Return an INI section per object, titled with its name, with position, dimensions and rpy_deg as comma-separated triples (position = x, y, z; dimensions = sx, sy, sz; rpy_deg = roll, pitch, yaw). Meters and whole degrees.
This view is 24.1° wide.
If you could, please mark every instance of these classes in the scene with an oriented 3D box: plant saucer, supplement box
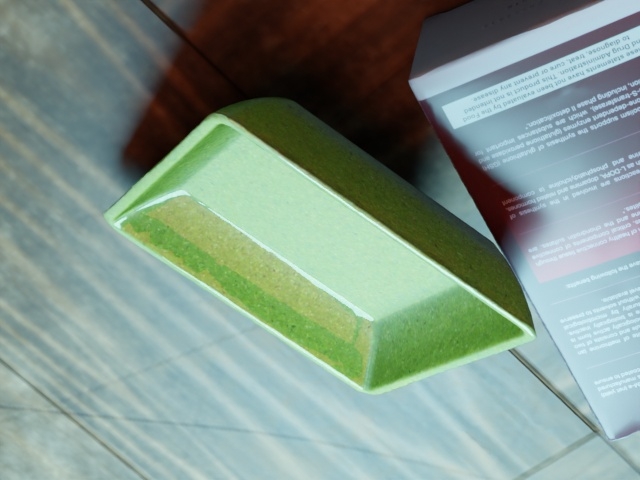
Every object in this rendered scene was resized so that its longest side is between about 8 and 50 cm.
[plant saucer]
position = 0.000, 0.000, 0.774
dimensions = 0.188, 0.045, 0.188
rpy_deg = 34, 154, -13
[supplement box]
position = 0.157, -0.022, 0.752
dimensions = 0.130, 0.073, 0.239
rpy_deg = -20, 116, 23
